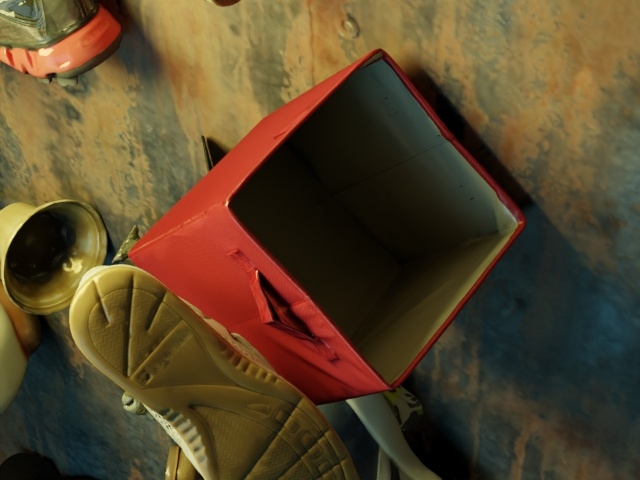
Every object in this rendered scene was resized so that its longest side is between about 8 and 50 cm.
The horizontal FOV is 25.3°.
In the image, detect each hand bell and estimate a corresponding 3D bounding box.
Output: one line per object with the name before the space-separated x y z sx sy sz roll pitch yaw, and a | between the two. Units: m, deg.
hand bell | -0.348 -0.025 1.531 0.242 0.126 0.126 28 146 41

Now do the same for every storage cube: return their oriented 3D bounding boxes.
storage cube | 0.000 0.000 1.099 0.183 0.215 0.193 48 151 -11

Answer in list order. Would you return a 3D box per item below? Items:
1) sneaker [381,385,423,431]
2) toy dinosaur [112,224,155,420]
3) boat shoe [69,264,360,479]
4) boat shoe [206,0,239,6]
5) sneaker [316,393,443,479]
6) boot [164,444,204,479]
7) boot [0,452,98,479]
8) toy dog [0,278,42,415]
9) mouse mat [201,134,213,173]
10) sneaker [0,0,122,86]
sneaker | 0.069 0.147 1.358 0.083 0.031 0.035 57 168 -31
toy dinosaur | -0.138 0.062 1.413 0.160 0.121 0.313 32 142 -8
boat shoe | -0.071 0.116 1.051 0.277 0.098 0.096 49 180 -14
boat shoe | -0.105 -0.275 1.014 0.073 0.080 0.223 13 132 43
sneaker | 0.038 0.255 1.362 0.350 0.148 0.131 52 163 -23
boot | -0.123 0.364 1.752 0.115 0.112 0.305 -5 127 9
boot | -0.324 0.450 2.017 0.264 0.096 0.280 14 138 33
toy dog | -0.537 0.123 1.702 0.408 0.284 0.395 9 135 35
mouse mat | -0.081 0.018 1.280 0.007 0.152 0.190 -12 132 -2
sneaker | -0.300 -0.214 1.250 0.276 0.097 0.135 8 134 36
